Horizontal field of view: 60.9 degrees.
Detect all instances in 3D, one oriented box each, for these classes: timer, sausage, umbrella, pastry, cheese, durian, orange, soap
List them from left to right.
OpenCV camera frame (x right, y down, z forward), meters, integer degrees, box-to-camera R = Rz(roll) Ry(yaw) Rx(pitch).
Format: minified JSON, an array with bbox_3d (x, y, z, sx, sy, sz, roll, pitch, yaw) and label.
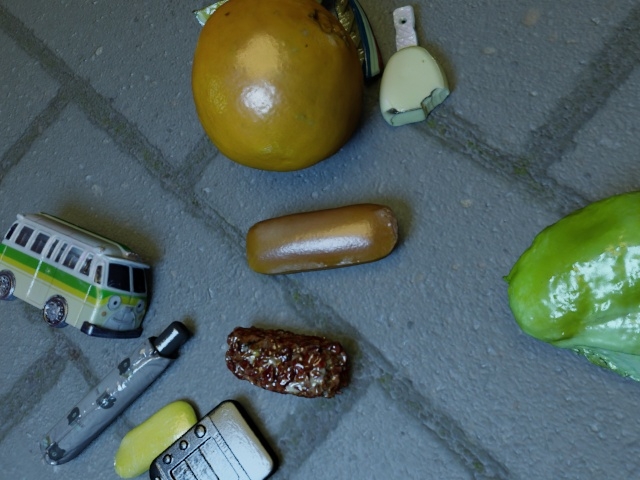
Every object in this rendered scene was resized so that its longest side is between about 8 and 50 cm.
[{"bbox_3d":[-0.368,0.273,0.988,0.337,0.073,0.067,-44,82,0],"label":"umbrella"},{"bbox_3d":[-0.287,0.346,0.953,0.168,0.033,0.089,-29,62,8],"label":"soap"},{"bbox_3d":[-0.175,0.370,0.892,0.187,0.055,0.144,-40,72,-2],"label":"timer"},{"bbox_3d":[-0.074,-0.270,0.949,0.312,0.312,0.312,-7,69,18],"label":"orange"},{"bbox_3d":[-0.059,0.198,0.885,0.208,0.115,0.097,7,86,20],"label":"pastry"},{"bbox_3d":[0.000,-0.001,0.936,0.274,0.105,0.105,-8,69,17],"label":"sausage"},{"bbox_3d":[0.169,-0.338,1.022,0.127,0.050,0.255,-8,69,18],"label":"cheese"},{"bbox_3d":[0.420,0.053,0.706,0.339,0.204,0.256,20,91,22],"label":"durian"}]

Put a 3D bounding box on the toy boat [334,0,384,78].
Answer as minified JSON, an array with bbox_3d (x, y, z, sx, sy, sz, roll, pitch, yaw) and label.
[{"bbox_3d":[0.076,-0.408,1.078,0.046,0.080,0.229,-8,63,-20],"label":"toy boat"}]

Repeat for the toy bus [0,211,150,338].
[{"bbox_3d":[-0.474,0.066,1.052,0.305,0.143,0.179,19,85,24],"label":"toy bus"}]

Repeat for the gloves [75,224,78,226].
[{"bbox_3d":[-0.549,-0.017,1.178,0.081,0.037,0.044,15,116,10],"label":"gloves"}]

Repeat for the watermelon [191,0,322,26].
[{"bbox_3d":[-0.112,-0.496,1.139,0.301,0.129,0.123,-18,68,8],"label":"watermelon"}]
